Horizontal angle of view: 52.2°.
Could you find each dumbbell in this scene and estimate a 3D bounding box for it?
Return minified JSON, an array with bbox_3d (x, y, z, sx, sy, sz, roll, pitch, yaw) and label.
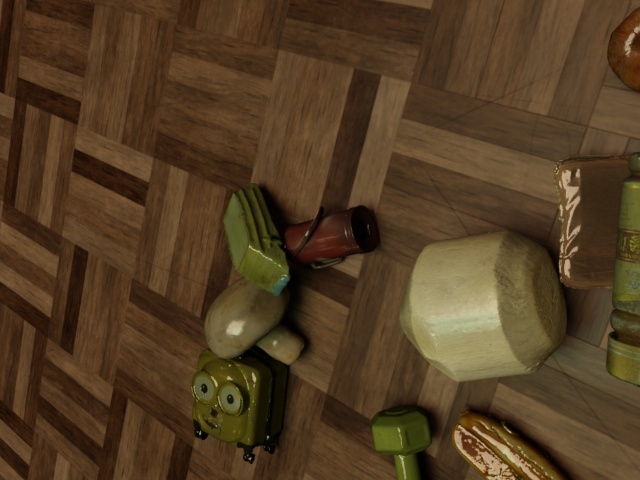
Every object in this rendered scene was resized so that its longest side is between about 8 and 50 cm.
[{"bbox_3d":[0.170,0.468,1.230,0.108,0.121,0.302,-14,85,64],"label":"dumbbell"}]

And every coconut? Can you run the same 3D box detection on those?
[{"bbox_3d":[0.251,0.109,1.065,0.266,0.237,0.237,-9,89,32],"label":"coconut"}]

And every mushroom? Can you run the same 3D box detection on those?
[{"bbox_3d":[-0.140,0.169,1.400,0.206,0.209,0.206,-26,49,34],"label":"mushroom"}]

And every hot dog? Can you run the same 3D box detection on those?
[{"bbox_3d":[0.336,0.392,1.127,0.269,0.072,0.109,44,115,23],"label":"hot dog"}]

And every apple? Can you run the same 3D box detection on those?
[{"bbox_3d":[0.484,-0.276,0.939,0.126,0.102,0.126,2,93,41],"label":"apple"}]

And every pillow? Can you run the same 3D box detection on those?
[{"bbox_3d":[0.431,-0.029,1.011,0.135,0.034,0.211,-2,94,0],"label":"pillow"}]

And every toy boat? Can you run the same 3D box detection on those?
[{"bbox_3d":[-0.143,-0.008,1.362,0.111,0.084,0.276,-63,37,38],"label":"toy boat"}]

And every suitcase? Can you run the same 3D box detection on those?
[{"bbox_3d":[-0.188,0.353,1.456,0.194,0.143,0.235,13,101,35],"label":"suitcase"}]

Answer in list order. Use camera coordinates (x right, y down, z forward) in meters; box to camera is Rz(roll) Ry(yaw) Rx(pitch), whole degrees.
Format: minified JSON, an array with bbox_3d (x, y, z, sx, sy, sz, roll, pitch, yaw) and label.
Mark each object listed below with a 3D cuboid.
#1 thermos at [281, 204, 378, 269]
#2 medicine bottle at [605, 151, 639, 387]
[{"bbox_3d":[-0.001,0.003,1.324,0.232,0.099,0.124,-15,121,37],"label":"thermos"},{"bbox_3d":[0.499,0.039,0.925,0.151,0.151,0.322,7,98,35],"label":"medicine bottle"}]
